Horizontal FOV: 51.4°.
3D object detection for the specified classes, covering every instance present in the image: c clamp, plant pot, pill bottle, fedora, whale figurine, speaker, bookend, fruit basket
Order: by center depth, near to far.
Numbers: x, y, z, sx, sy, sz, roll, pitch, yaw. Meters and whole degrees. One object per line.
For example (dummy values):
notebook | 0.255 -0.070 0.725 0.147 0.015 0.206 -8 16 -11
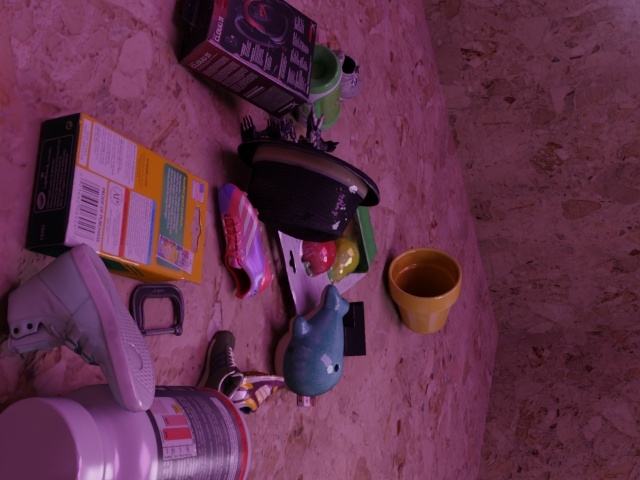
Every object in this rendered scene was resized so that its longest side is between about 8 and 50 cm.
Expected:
pill bottle | -0.274 0.312 0.953 0.363 0.210 0.210 27 61 -62
c clamp | -0.292 0.144 1.184 0.160 0.022 0.137 -6 85 -64
fedora | -0.045 -0.093 1.445 0.334 0.334 0.153 40 67 -57
whale figurine | 0.007 0.244 1.592 0.272 0.141 0.216 -60 137 -22
speaker | -0.008 -0.373 1.668 0.296 0.131 0.131 85 4 -80
fruit basket | 0.000 0.000 1.736 0.353 0.165 0.327 -29 111 -47
bookend | 0.063 0.246 1.860 0.157 0.072 0.156 17 68 -63
plant pot | 0.369 0.193 2.353 0.254 0.253 0.239 -69 159 -44

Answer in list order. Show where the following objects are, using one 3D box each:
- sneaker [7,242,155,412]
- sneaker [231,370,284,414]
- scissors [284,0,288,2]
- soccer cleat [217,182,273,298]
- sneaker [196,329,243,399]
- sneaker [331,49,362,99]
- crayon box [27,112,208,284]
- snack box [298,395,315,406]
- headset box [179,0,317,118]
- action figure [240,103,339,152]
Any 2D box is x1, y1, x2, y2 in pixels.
sneaker | -0.326 0.143 0.887 0.256 0.151 0.094 57 -3 25
sneaker | -0.144 0.325 1.414 0.185 0.069 0.084 17 78 -57
scissors | -0.071 -0.700 1.840 0.109 0.021 0.297 51 39 -52
soccer cleat | -0.172 0.003 1.408 0.095 0.083 0.248 -35 116 -45
sneaker | -0.184 0.261 1.305 0.192 0.086 0.064 -73 147 -41
sneaker | 0.075 -0.494 1.997 0.281 0.115 0.105 6 79 -65
crayon box | -0.316 -0.049 1.096 0.323 0.083 0.203 29 59 -60
snack box | -0.033 0.331 1.692 0.064 0.022 0.178 26 62 -60
headset box | -0.157 -0.427 1.403 0.293 0.110 0.218 23 61 -36
action figure | -0.060 -0.263 1.610 0.275 0.164 0.141 -9 100 -59
